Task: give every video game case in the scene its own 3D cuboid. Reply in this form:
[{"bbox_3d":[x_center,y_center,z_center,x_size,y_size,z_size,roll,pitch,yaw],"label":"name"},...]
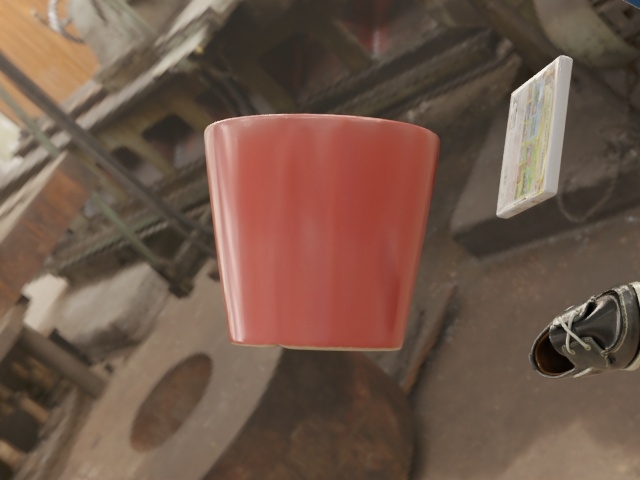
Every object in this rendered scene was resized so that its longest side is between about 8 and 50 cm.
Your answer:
[{"bbox_3d":[0.348,-0.164,1.806,0.206,0.026,0.226,142,139,-75],"label":"video game case"}]

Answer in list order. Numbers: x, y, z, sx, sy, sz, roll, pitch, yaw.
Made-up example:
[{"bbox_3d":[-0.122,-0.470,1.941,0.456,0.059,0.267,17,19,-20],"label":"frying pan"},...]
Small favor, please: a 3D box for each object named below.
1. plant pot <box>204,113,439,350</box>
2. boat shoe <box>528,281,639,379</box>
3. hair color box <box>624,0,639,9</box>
[{"bbox_3d":[0.000,0.000,1.243,0.275,0.275,0.243,-7,81,61],"label":"plant pot"},{"bbox_3d":[0.285,0.103,1.164,0.233,0.079,0.084,110,154,-71],"label":"boat shoe"},{"bbox_3d":[0.364,-0.300,1.074,0.174,0.105,0.347,-21,40,-19],"label":"hair color box"}]
